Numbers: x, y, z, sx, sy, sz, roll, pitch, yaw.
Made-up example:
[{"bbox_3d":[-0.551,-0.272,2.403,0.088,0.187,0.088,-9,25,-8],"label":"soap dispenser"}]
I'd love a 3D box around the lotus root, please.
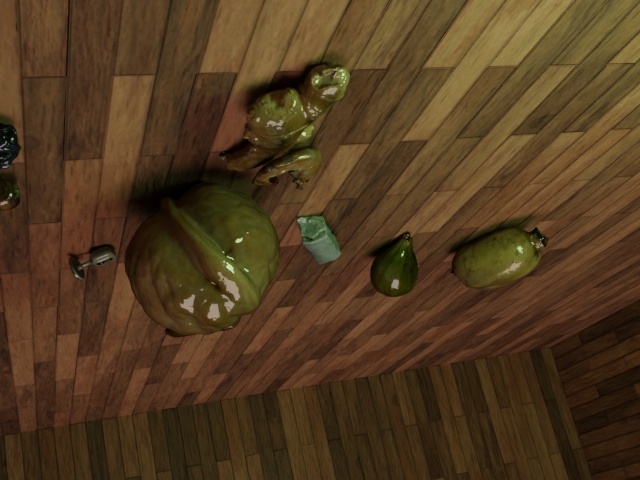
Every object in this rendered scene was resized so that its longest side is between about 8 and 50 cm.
[{"bbox_3d":[0.483,0.048,2.273,0.284,0.146,0.160,-30,172,32],"label":"lotus root"}]

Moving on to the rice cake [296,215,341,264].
[{"bbox_3d":[0.000,0.000,1.952,0.069,0.063,0.206,-17,160,4],"label":"rice cake"}]

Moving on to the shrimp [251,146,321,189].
[{"bbox_3d":[-0.058,-0.122,1.541,0.133,0.053,0.236,-30,176,-2],"label":"shrimp"}]

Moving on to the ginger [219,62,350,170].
[{"bbox_3d":[-0.073,-0.187,1.395,0.147,0.081,0.333,-26,171,-32],"label":"ginger"}]

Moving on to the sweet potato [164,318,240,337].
[{"bbox_3d":[-0.337,0.238,2.390,0.233,0.062,0.081,-13,162,7],"label":"sweet potato"}]

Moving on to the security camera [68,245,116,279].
[{"bbox_3d":[-0.480,0.043,1.794,0.092,0.058,0.058,-24,159,4],"label":"security camera"}]

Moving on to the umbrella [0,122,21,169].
[{"bbox_3d":[-0.572,-0.122,1.267,0.248,0.071,0.071,-11,160,7],"label":"umbrella"}]

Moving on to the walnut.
[{"bbox_3d":[-0.221,0.034,1.601,0.296,0.285,0.285,-38,162,-9],"label":"walnut"}]

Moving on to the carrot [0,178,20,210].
[{"bbox_3d":[-0.587,-0.073,1.410,0.161,0.055,0.055,-3,159,-7],"label":"carrot"}]

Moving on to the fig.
[{"bbox_3d":[0.194,0.052,2.196,0.132,0.185,0.126,-7,-162,-29],"label":"fig"}]
